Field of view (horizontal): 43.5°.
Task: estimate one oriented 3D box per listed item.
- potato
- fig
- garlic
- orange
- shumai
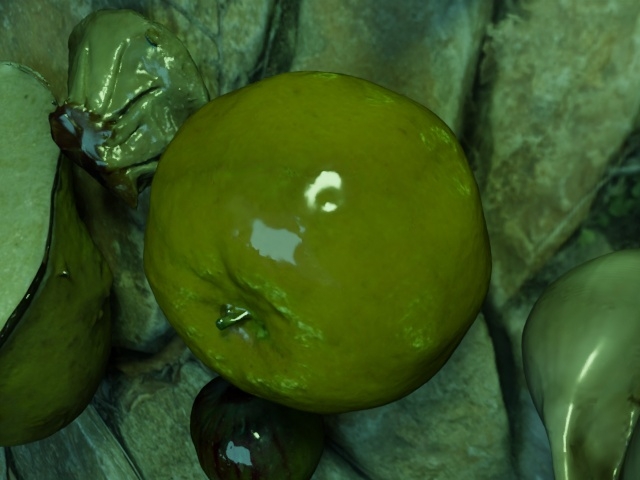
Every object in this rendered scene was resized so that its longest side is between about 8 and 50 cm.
[{"bbox_3d":[-0.375,0.041,0.953,0.289,0.296,0.397,-11,64,7],"label":"potato"},{"bbox_3d":[-0.062,0.250,0.863,0.149,0.149,0.245,16,130,31],"label":"fig"},{"bbox_3d":[0.202,0.124,0.464,0.231,0.340,0.246,22,122,35],"label":"garlic"},{"bbox_3d":[0.000,0.000,0.635,0.279,0.235,0.279,21,135,23],"label":"orange"},{"bbox_3d":[-0.215,-0.129,0.810,0.201,0.120,0.201,17,122,30],"label":"shumai"}]
